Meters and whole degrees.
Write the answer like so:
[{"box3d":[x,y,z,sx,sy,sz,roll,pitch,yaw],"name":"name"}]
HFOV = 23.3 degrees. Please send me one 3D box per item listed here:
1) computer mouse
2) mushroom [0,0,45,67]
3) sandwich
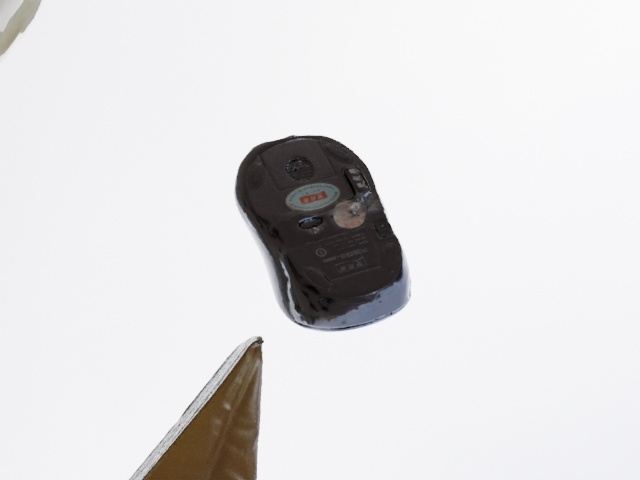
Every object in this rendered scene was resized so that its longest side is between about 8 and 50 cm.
[{"box3d":[0.000,0.000,1.505,0.137,0.096,0.233,-16,-125,-11],"name":"computer mouse"},{"box3d":[-0.328,-0.185,0.919,0.353,0.353,0.325,-50,-142,-13],"name":"mushroom"},{"box3d":[-0.104,0.146,1.123,0.079,0.113,0.163,159,-64,-79],"name":"sandwich"}]
